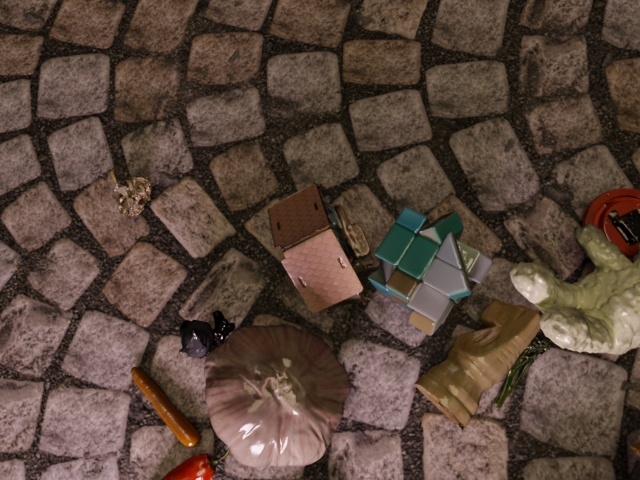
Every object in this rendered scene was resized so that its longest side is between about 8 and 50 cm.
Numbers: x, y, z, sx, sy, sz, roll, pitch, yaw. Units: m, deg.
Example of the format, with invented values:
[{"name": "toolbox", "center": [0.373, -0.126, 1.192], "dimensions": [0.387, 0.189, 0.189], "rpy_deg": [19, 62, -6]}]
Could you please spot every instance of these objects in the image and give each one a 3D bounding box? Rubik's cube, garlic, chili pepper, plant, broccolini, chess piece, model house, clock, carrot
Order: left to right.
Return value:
[{"name": "plant", "center": [-0.499, -0.127, 1.271], "dimensions": [0.122, 0.104, 0.116], "rpy_deg": [35, 80, -8]}, {"name": "carrot", "center": [-0.369, 0.390, 1.169], "dimensions": [0.248, 0.043, 0.043], "rpy_deg": [43, 83, 16]}, {"name": "chili pepper", "center": [-0.311, 0.543, 1.115], "dimensions": [0.272, 0.063, 0.071], "rpy_deg": [-36, 63, -2]}, {"name": "garlic", "center": [-0.097, 0.319, 1.040], "dimensions": [0.318, 0.259, 0.317], "rpy_deg": [8, 65, -17]}, {"name": "model house", "center": [0.000, 0.000, 1.123], "dimensions": [0.169, 0.244, 0.325], "rpy_deg": [-25, 74, 11]}, {"name": "Rubik's cube", "center": [0.251, 0.063, 1.107], "dimensions": [0.213, 0.224, 0.265], "rpy_deg": [29, 82, 27]}, {"name": "chess piece", "center": [0.355, 0.256, 1.092], "dimensions": [0.301, 0.137, 0.137], "rpy_deg": [-44, 76, -8]}, {"name": "broccolini", "center": [0.446, 0.289, 1.109], "dimensions": [0.074, 0.058, 0.201], "rpy_deg": [26, 79, 18]}, {"name": "clock", "center": [0.724, -0.026, 1.168], "dimensions": [0.206, 0.051, 0.205], "rpy_deg": [-1, 77, 5]}]

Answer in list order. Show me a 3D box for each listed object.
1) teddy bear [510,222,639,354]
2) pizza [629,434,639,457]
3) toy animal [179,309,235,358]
[{"name": "teddy bear", "center": [0.654, 0.057, 0.998], "dimensions": [0.362, 0.376, 0.327], "rpy_deg": [-52, 34, 29]}, {"name": "pizza", "center": [0.654, 0.640, 0.924], "dimensions": [0.435, 0.080, 0.391], "rpy_deg": [-45, 104, -33]}, {"name": "toy animal", "center": [-0.279, 0.205, 1.118], "dimensions": [0.117, 0.210, 0.121], "rpy_deg": [29, 80, 13]}]
